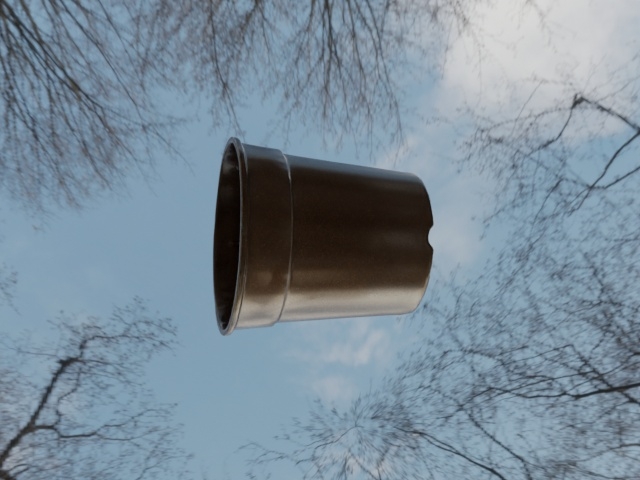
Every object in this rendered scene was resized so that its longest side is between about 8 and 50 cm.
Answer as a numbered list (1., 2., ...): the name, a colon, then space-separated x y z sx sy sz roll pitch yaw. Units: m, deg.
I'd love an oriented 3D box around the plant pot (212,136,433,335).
1. plant pot: 0.000 0.000 0.786 0.165 0.167 0.166 3 -102 -13
